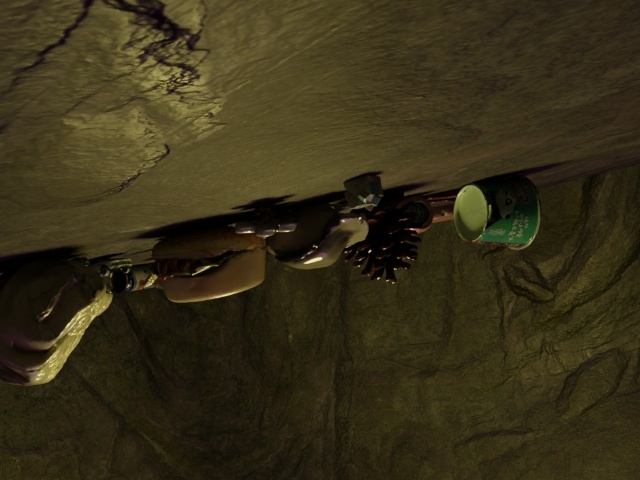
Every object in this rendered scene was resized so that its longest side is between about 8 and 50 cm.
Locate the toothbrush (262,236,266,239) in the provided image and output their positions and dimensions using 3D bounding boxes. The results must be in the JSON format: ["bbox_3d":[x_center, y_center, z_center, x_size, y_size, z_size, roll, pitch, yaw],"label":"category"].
[{"bbox_3d":[-0.231,-0.003,2.438,0.342,0.025,0.030,-11,179,-33],"label":"toothbrush"}]

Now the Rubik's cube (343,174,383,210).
[{"bbox_3d":[0.093,-0.097,1.459,0.075,0.073,0.084,-9,174,-41],"label":"Rubik's cube"}]

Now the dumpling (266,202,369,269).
[{"bbox_3d":[-0.005,0.009,1.733,0.292,0.204,0.163,-18,-141,26],"label":"dumpling"}]

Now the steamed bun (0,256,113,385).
[{"bbox_3d":[-0.682,0.164,1.654,0.394,0.237,0.347,-51,-174,30],"label":"steamed bun"}]

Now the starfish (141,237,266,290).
[{"bbox_3d":[-0.371,0.046,2.036,0.324,0.083,0.432,-27,170,39],"label":"starfish"}]

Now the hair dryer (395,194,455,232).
[{"bbox_3d":[0.368,-0.090,2.285,0.352,0.126,0.210,-11,175,-27],"label":"hair dryer"}]

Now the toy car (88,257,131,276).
[{"bbox_3d":[-0.645,0.083,1.982,0.204,0.056,0.095,-10,179,29],"label":"toy car"}]

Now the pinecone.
[{"bbox_3d":[0.167,-0.004,1.923,0.264,0.264,0.264,-12,177,-1],"label":"pinecone"}]

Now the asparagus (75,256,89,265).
[{"bbox_3d":[-0.685,0.073,1.869,0.165,0.030,0.036,-17,-158,48],"label":"asparagus"}]

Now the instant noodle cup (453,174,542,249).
[{"bbox_3d":[0.566,-0.091,2.218,0.190,0.251,0.251,-2,173,-22],"label":"instant noodle cup"}]

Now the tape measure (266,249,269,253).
[{"bbox_3d":[-0.046,-0.016,2.039,0.215,0.098,0.351,-26,172,9],"label":"tape measure"}]

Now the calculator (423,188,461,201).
[{"bbox_3d":[0.439,-0.152,2.347,0.190,0.034,0.126,-6,176,-13],"label":"calculator"}]

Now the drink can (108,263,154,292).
[{"bbox_3d":[-0.680,0.139,2.565,0.097,0.097,0.235,-14,176,30],"label":"drink can"}]

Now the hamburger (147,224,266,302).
[{"bbox_3d":[-0.274,0.048,1.707,0.301,0.171,0.302,-9,-173,1],"label":"hamburger"}]

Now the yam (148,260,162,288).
[{"bbox_3d":[-0.473,0.095,2.318,0.131,0.131,0.279,-10,178,-43],"label":"yam"}]

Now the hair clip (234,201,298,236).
[{"bbox_3d":[-0.128,-0.047,1.587,0.146,0.075,0.257,-12,-179,-4],"label":"hair clip"}]
